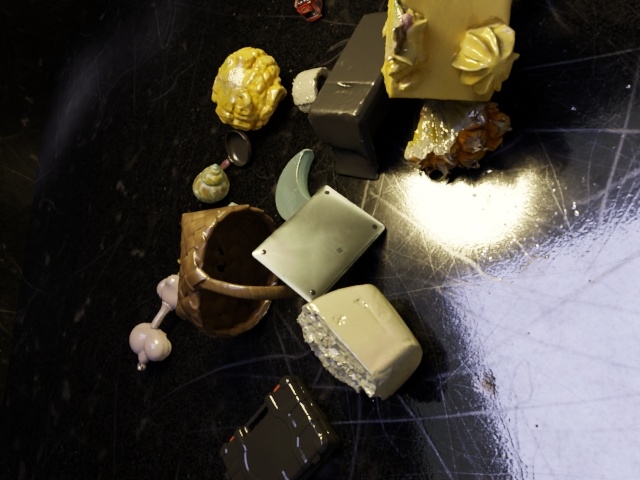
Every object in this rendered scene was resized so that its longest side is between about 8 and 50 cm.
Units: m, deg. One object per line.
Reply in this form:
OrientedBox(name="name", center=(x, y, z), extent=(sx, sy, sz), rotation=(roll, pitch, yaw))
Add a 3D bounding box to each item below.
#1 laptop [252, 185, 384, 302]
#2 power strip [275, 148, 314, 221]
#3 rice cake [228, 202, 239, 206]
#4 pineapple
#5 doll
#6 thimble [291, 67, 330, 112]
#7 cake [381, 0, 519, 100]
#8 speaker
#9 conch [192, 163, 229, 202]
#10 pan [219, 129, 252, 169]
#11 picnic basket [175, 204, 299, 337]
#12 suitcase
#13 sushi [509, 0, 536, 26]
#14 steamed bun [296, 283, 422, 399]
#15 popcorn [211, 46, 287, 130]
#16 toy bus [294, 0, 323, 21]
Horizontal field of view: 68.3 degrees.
OrientedBox(name="laptop", center=(0.000, 0.000, 1.078), extent=(0.187, 0.015, 0.269), rotation=(37, 63, 16))
OrientedBox(name="power strip", center=(-0.043, -0.116, 1.273), extent=(0.167, 0.054, 0.254), rotation=(-39, 52, 24))
OrientedBox(name="rice cake", center=(-0.306, 0.049, 1.414), extent=(0.062, 0.066, 0.337), rotation=(23, 87, 34))
OrientedBox(name="pineapple", center=(0.281, -0.240, 1.020), extent=(0.236, 0.114, 0.186), rotation=(-19, 62, 36))
OrientedBox(name="doll", center=(-0.489, 0.238, 1.473), extent=(0.160, 0.094, 0.366), rotation=(26, 92, 32))
OrientedBox(name="thimble", center=(-0.018, -0.426, 1.339), extent=(0.090, 0.102, 0.115), rotation=(5, 69, 41))
OrientedBox(name="cake", center=(0.235, -0.392, 0.901), extent=(0.227, 0.223, 0.286), rotation=(3, 30, 4))
OrientedBox(name="speaker", center=(0.130, -0.370, 1.190), extent=(0.180, 0.184, 0.389), rotation=(18, 75, 40))
OrientedBox(name="conch", center=(-0.357, -0.178, 1.520), extent=(0.172, 0.105, 0.116), rotation=(14, 77, 50))
OrientedBox(name="pan", center=(-0.286, -0.268, 1.532), extent=(0.212, 0.040, 0.115), rotation=(-42, 77, 41))
OrientedBox(name="picnic basket", center=(-0.176, 0.084, 1.151), extent=(0.336, 0.292, 0.338), rotation=(4, 96, 40))
OrientedBox(name="suitcase", center=(-0.100, 0.475, 1.082), extent=(0.286, 0.066, 0.206), rotation=(-50, 49, 12))
OrientedBox(name="sushi", center=(0.359, -0.528, 1.056), extent=(0.224, 0.127, 0.124), rotation=(-25, 57, 28))
OrientedBox(name="steamed bun", center=(0.083, 0.222, 0.962), extent=(0.226, 0.199, 0.171), rotation=(54, 148, 36))
OrientedBox(name="popcorn", center=(-0.217, -0.461, 1.448), extent=(0.250, 0.189, 0.251), rotation=(10, 106, 38))
OrientedBox(name="toy bus", center=(-0.027, -0.812, 1.499), extent=(0.073, 0.096, 0.235), rotation=(-8, 68, 36))
